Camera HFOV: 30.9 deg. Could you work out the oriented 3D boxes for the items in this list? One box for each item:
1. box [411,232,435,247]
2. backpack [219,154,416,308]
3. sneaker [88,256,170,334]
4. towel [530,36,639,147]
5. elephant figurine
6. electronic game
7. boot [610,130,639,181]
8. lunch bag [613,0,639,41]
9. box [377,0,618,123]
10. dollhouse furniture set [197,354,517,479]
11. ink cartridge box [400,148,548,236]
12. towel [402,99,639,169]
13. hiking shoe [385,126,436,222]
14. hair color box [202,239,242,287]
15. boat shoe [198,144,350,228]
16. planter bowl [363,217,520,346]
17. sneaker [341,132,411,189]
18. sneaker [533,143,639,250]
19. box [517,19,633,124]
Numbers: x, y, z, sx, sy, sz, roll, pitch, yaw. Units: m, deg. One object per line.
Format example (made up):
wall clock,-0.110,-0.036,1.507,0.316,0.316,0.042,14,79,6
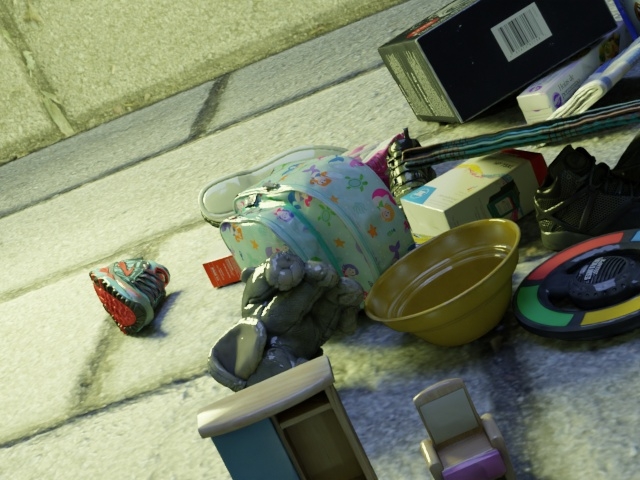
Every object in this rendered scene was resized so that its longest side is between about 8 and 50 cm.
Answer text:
box,0.143,0.028,1.646,0.059,0.054,0.169,-34,23,-24
backpack,0.000,0.000,1.613,0.254,0.225,0.191,-11,24,49
sneaker,-0.315,0.074,1.979,0.125,0.104,0.262,-27,20,-14
towel,0.473,-0.272,1.925,0.285,0.034,0.209,-41,-2,-33
elephant figurine,-0.053,0.145,1.430,0.186,0.170,0.239,107,-177,-73
electronic game,0.340,0.049,1.381,0.229,0.048,0.229,-22,21,8
boot,0.484,-0.113,1.614,0.209,0.076,0.190,-30,22,-35
lunch bag,0.670,-0.541,1.984,0.328,0.385,0.238,-20,63,1
box,0.320,-0.381,2.179,0.343,0.179,0.312,-32,10,-5
dollhouse furniture set,0.042,0.250,0.997,0.287,0.198,0.303,-24,20,2
ink cartridge box,0.255,-0.075,1.744,0.231,0.078,0.134,-30,21,-18
towel,0.327,-0.148,1.586,0.370,0.040,0.271,-10,2,28
hiking shoe,0.137,-0.105,1.898,0.086,0.114,0.227,-20,21,14
hair color box,-0.105,0.018,1.952,0.167,0.053,0.093,-18,20,20
boat shoe,-0.073,-0.095,2.130,0.303,0.114,0.091,-11,-19,0
planter bowl,0.170,0.069,1.447,0.217,0.090,0.217,-28,17,9
sneaker,0.061,-0.099,2.012,0.111,0.102,0.252,-8,19,47
sneaker,0.378,-0.061,1.501,0.228,0.130,0.087,-5,29,38
box,0.471,-0.307,2.103,0.067,0.063,0.324,-5,27,47
